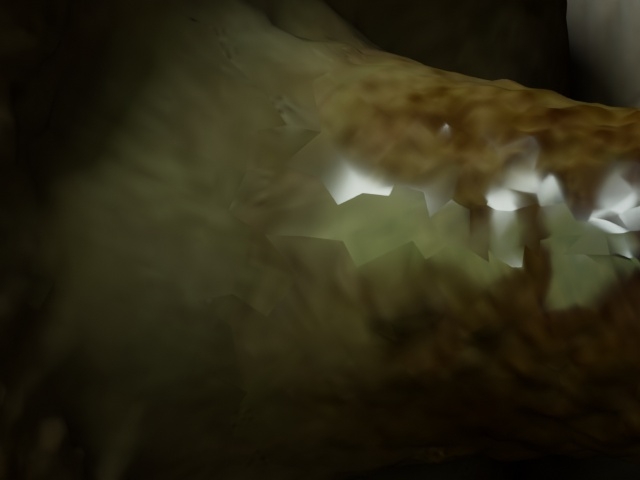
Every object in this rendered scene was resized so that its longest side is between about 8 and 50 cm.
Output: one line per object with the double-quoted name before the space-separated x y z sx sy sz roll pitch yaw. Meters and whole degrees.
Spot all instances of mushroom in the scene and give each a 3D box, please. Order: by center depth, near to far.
"mushroom" -0.013 0.017 0.496 0.356 0.334 0.331 30 93 41
